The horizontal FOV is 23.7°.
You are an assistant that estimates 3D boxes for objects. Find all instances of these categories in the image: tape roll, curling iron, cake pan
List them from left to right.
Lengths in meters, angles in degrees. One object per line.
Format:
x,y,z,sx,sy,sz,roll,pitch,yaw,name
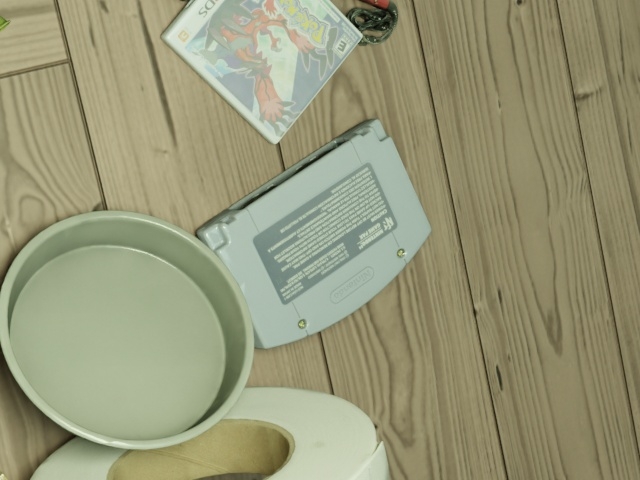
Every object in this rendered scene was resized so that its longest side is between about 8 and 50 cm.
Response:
-0.221,0.105,1.720,0.293,0.054,0.293,11,58,-18,cake pan
-0.122,0.267,1.660,0.392,0.392,0.072,-19,110,-31,tape roll
-0.008,-0.324,1.924,0.274,0.035,0.068,28,77,-31,curling iron

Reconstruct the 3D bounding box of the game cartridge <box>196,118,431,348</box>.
0.000,0.000,1.933,0.297,0.062,0.198,-34,114,-28,game cartridge

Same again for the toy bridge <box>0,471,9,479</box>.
-0.419,0.223,1.683,0.063,0.026,0.188,-42,113,-22,toy bridge

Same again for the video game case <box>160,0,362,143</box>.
-0.068,-0.251,1.878,0.201,0.023,0.183,43,79,-27,video game case

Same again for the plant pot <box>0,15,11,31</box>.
-0.394,-0.241,1.657,0.083,0.083,0.079,-45,101,-24,plant pot
